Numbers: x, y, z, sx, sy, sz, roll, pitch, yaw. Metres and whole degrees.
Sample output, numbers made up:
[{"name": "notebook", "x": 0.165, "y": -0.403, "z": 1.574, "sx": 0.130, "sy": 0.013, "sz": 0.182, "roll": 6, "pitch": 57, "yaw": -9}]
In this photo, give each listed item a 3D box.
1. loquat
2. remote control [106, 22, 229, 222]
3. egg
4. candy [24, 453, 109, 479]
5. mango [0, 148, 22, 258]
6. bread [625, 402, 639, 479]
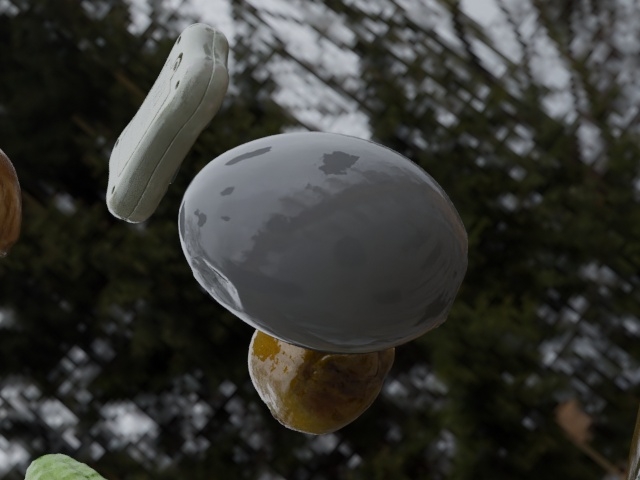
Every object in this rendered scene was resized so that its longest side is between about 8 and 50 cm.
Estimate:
[{"name": "loquat", "x": 0.003, "y": 0.108, "z": 1.644, "sx": 0.137, "sy": 0.137, "sz": 0.113, "roll": -45, "pitch": -58, "yaw": -17}, {"name": "remote control", "x": -0.090, "y": -0.069, "z": 1.087, "sx": 0.122, "sy": 0.032, "sz": 0.074, "roll": -53, "pitch": 24, "yaw": 32}, {"name": "egg", "x": 0.000, "y": 0.000, "z": 1.467, "sx": 0.176, "sy": 0.232, "sz": 0.176, "roll": -167, "pitch": 90, "yaw": -73}, {"name": "candy", "x": -0.155, "y": 0.228, "z": 1.300, "sx": 0.096, "sy": 0.209, "sz": 0.097, "roll": -22, "pitch": -42, "yaw": -21}, {"name": "mango", "x": -0.373, "y": -0.031, "z": 1.761, "sx": 0.187, "sy": 0.138, "sz": 0.257, "roll": -44, "pitch": -3, "yaw": -18}, {"name": "bread", "x": 0.247, "y": 0.136, "z": 0.708, "sx": 0.348, "sy": 0.253, "sz": 0.376, "roll": -100, "pitch": 8, "yaw": -59}]
